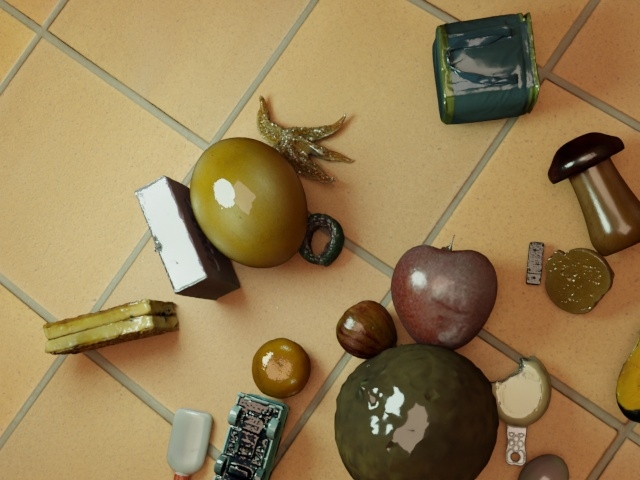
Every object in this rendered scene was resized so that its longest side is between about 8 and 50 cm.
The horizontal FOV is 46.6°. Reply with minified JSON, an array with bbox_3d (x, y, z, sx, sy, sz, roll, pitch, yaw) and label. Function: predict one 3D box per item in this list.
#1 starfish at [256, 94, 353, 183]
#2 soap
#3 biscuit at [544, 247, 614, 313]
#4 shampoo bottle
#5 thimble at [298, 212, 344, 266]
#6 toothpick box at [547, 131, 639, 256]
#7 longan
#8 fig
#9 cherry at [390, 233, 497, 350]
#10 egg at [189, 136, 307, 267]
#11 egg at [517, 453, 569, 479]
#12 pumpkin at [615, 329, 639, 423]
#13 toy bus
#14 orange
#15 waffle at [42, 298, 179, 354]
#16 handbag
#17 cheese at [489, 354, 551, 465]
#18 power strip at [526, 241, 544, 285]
[{"bbox_3d":[-0.059,-0.237,2.030,0.293,0.084,0.302,9,79,13],"label":"starfish"},{"bbox_3d":[-0.342,0.004,1.945,0.107,0.285,0.296,-25,79,7],"label":"soap"},{"bbox_3d":[0.635,0.092,1.844,0.170,0.050,0.170,7,105,30],"label":"biscuit"},{"bbox_3d":[-0.356,0.564,1.979,0.108,0.051,0.221,9,83,10],"label":"shampoo bottle"},{"bbox_3d":[-0.001,-0.002,1.979,0.118,0.090,0.135,19,88,15],"label":"thimble"},{"bbox_3d":[0.688,-0.118,1.821,0.192,0.192,0.295,-25,83,6],"label":"toothpick box"},{"bbox_3d":[0.217,0.419,1.729,0.390,0.391,0.392,-2,81,11],"label":"longan"},{"bbox_3d":[0.129,0.242,1.894,0.148,0.149,0.202,-43,107,2],"label":"fig"},{"bbox_3d":[0.301,0.137,1.838,0.261,0.221,0.308,7,98,9],"label":"cherry"},{"bbox_3d":[-0.178,-0.096,1.889,0.282,0.282,0.351,-34,79,4],"label":"egg"},{"bbox_3d":[0.534,0.574,1.781,0.135,0.103,0.103,-43,76,0],"label":"egg"},{"bbox_3d":[0.846,0.309,1.731,0.232,0.242,0.325,34,84,-15],"label":"pumpkin"},{"bbox_3d":[-0.173,0.532,1.890,0.133,0.165,0.272,15,85,14],"label":"toy bus"},{"bbox_3d":[-0.102,0.333,1.931,0.156,0.124,0.156,1,72,-4],"label":"orange"},{"bbox_3d":[-0.555,0.233,1.986,0.307,0.213,0.091,-13,81,8],"label":"waffle"},{"bbox_3d":[0.416,-0.435,1.902,0.240,0.222,0.263,-4,82,5],"label":"handbag"},{"bbox_3d":[0.503,0.417,1.827,0.163,0.071,0.249,-18,78,9],"label":"cheese"},{"bbox_3d":[0.547,0.060,1.895,0.037,0.029,0.111,6,80,12],"label":"power strip"}]
